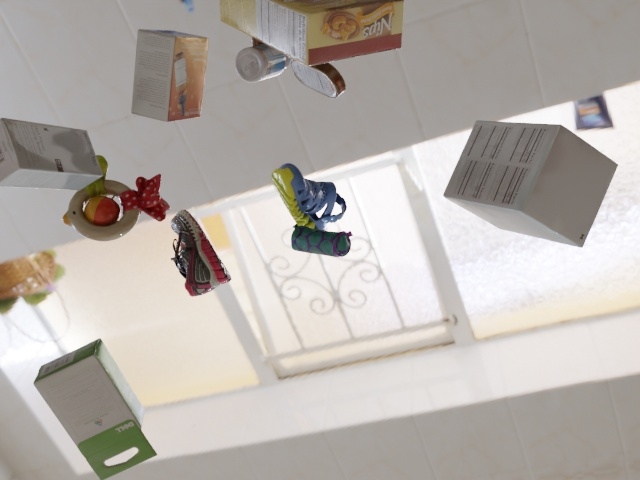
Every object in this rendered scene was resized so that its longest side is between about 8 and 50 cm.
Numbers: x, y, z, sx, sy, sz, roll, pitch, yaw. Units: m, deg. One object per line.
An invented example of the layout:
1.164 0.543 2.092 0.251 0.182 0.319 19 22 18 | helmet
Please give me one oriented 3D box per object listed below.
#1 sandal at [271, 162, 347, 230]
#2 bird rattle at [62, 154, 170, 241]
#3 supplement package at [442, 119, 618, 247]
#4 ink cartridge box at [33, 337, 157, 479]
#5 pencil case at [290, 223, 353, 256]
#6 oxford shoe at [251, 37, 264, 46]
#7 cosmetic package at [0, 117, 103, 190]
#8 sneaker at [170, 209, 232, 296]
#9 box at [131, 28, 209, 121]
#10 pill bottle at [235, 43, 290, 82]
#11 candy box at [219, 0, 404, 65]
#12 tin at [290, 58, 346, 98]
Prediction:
-0.023 -0.108 1.792 0.138 0.317 0.126 -29 -113 2 | sandal
-0.501 -0.084 1.775 0.206 0.254 0.143 -66 -175 -29 | bird rattle
0.450 -0.129 1.605 0.263 0.199 0.198 21 -94 61 | supplement package
-0.358 0.275 1.198 0.109 0.209 0.062 -25 -161 1 | ink cartridge box
0.000 0.000 1.726 0.152 0.064 0.070 9 -131 42 | pencil case
-0.125 -0.562 1.884 0.076 0.212 0.076 25 -142 10 | oxford shoe
-0.569 -0.173 1.519 0.086 0.117 0.231 -26 172 25 | cosmetic package
-0.336 0.025 1.899 0.112 0.120 0.299 -32 -139 -6 | sneaker
-0.307 -0.339 1.512 0.091 0.170 0.130 15 -161 18 | box
-0.140 -0.453 1.862 0.087 0.087 0.160 -7 -164 28 | pill bottle
-0.025 -0.390 1.256 0.183 0.087 0.316 -18 -145 -27 | candy box
-0.010 -0.450 2.014 0.190 0.106 0.040 32 -107 35 | tin
